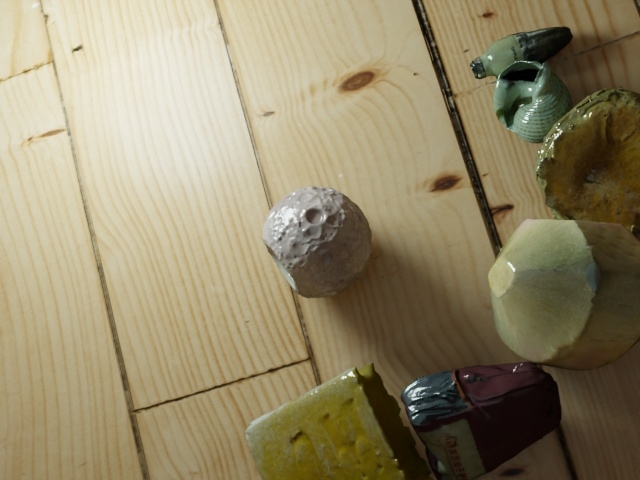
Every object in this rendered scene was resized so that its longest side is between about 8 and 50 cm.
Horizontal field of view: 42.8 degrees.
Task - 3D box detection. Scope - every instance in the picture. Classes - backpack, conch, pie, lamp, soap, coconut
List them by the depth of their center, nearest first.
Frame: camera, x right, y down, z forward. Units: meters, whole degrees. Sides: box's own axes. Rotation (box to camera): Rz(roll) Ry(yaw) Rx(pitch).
[{"bbox_3d":[0.512,0.106,1.717,0.352,0.352,0.353,-2,81,12],"label":"coconut"},{"bbox_3d":[0.351,0.362,1.739,0.317,0.283,0.197,-24,42,3],"label":"backpack"},{"bbox_3d":[0.637,-0.158,1.785,0.339,0.083,0.340,4,108,13],"label":"pie"},{"bbox_3d":[0.034,0.468,1.805,0.335,0.156,0.294,-30,75,21],"label":"soap"},{"bbox_3d":[0.498,-0.323,1.865,0.172,0.131,0.200,42,131,39],"label":"conch"},{"bbox_3d":[0.470,-0.441,1.910,0.250,0.101,0.101,-21,78,5],"label":"lamp"}]

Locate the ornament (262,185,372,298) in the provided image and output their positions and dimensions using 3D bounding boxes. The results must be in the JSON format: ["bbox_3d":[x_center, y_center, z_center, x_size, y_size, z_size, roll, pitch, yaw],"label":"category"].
[{"bbox_3d":[0.000,0.000,1.865,0.225,0.259,0.259,-34,76,-8],"label":"ornament"}]
